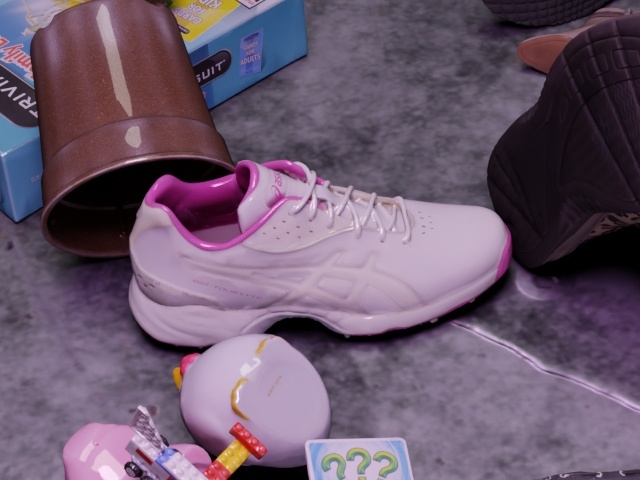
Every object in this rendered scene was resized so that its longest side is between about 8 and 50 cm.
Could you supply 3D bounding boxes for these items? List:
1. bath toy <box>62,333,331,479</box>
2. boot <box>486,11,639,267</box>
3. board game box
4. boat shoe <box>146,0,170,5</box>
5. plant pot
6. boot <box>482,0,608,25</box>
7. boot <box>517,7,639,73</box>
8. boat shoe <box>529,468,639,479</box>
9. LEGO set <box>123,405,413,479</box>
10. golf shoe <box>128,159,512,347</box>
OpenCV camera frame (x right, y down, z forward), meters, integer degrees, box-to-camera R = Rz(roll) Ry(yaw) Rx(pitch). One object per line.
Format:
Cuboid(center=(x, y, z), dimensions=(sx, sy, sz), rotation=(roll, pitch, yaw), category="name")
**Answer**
Cuboid(center=(-0.132, 0.191, 1.311), dimensions=(0.151, 0.129, 0.348), rotation=(49, 54, -9), category="bath toy")
Cuboid(center=(0.311, -0.095, 1.450), dimensions=(0.284, 0.377, 0.138), rotation=(-15, 76, -19), category="boot")
Cuboid(center=(-0.221, -0.179, 1.766), dimensions=(0.336, 0.079, 0.254), rotation=(-33, 48, -29), category="board game box")
Cuboid(center=(-0.211, -0.271, 1.749), dimensions=(0.223, 0.080, 0.073), rotation=(15, 49, 28), category="boat shoe")
Cuboid(center=(-0.158, -0.096, 1.559), dimensions=(0.167, 0.167, 0.165), rotation=(-12, 65, -8), category="plant pot")
Cuboid(center=(0.232, -0.286, 1.860), dimensions=(0.246, 0.083, 0.161), rotation=(-15, 35, -19), category="boot")
Cuboid(center=(0.246, -0.185, 1.763), dimensions=(0.118, 0.042, 0.087), rotation=(10, 37, 14), category="boot")
Cuboid(center=(0.180, 0.182, 1.345), dimensions=(0.142, 0.049, 0.040), rotation=(1, 35, -4), category="boat shoe")
Cuboid(center=(-0.033, 0.201, 1.238), dimensions=(0.244, 0.060, 0.182), rotation=(2, 60, -22), category="LEGO set")
Cuboid(center=(0.000, 0.000, 1.497), dimensions=(0.306, 0.140, 0.115), rotation=(-8, 40, -6), category="golf shoe")
